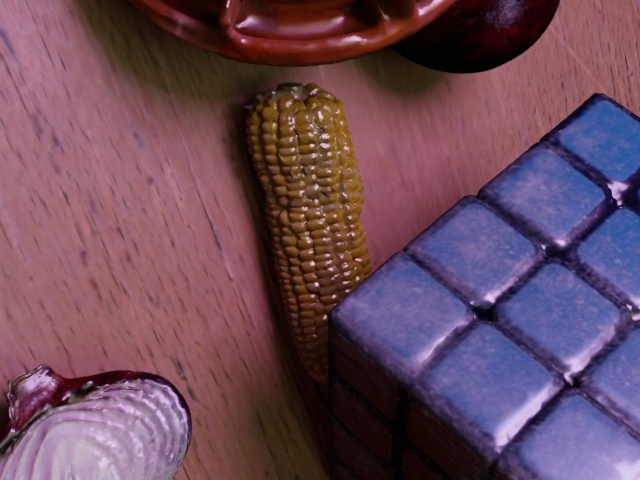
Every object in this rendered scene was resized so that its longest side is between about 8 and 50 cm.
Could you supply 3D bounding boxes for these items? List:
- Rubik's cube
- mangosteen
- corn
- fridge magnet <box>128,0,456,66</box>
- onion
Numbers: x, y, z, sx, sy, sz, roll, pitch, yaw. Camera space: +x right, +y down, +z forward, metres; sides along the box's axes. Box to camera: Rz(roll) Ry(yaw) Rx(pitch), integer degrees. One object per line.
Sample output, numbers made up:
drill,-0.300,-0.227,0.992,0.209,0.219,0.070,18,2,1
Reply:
Rubik's cube,0.232,0.146,0.830,0.337,0.344,0.344,-40,155,-24
mangosteen,0.132,-0.251,0.868,0.209,0.210,0.210,-5,99,-34
corn,0.000,0.000,0.869,0.101,0.101,0.292,-19,105,-31
fridge magnet,-0.021,-0.313,0.721,0.363,0.155,0.364,0,84,-1
onion,-0.203,0.175,0.755,0.206,0.098,0.151,-29,89,-19
